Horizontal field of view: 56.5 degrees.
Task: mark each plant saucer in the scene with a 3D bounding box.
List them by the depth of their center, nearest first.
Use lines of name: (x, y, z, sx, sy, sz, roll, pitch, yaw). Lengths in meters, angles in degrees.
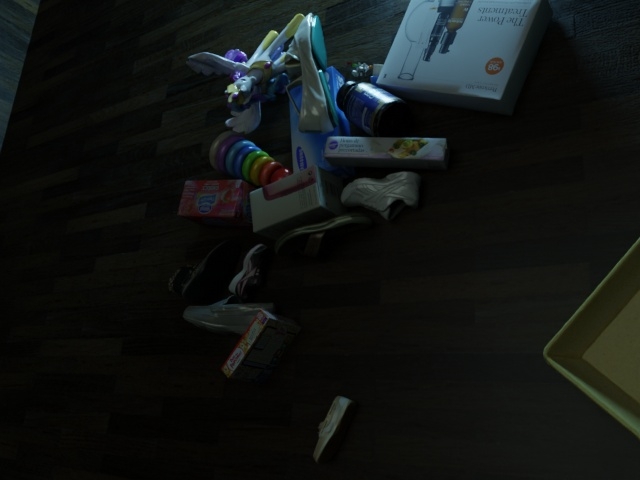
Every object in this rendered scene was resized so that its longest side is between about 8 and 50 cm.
plant saucer: (0.646, 0.199, 1.088, 0.333, 0.081, 0.333, -52, 52, 8)

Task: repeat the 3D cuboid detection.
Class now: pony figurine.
pony figurine: (-0.218, -0.523, 1.866, 0.363, 0.303, 0.351, -49, 24, -20)

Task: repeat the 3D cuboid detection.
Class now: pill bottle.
pill bottle: (0.139, -0.360, 1.634, 0.123, 0.123, 0.219, -54, 46, 7)

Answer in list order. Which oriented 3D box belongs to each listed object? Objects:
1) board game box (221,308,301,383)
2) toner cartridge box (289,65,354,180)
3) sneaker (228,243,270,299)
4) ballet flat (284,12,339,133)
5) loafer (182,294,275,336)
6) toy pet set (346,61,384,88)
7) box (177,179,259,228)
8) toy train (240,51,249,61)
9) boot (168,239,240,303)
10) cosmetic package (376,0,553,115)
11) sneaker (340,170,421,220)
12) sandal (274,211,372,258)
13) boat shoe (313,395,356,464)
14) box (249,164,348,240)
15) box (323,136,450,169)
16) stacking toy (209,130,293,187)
board game box: (-0.155, 0.287, 1.593, 0.045, 0.146, 0.193, 38, 96, 39)
toner cartridge box: (-0.001, -0.327, 1.759, 0.165, 0.075, 0.348, -19, 62, 30)
sneaker: (-0.191, 0.097, 1.753, 0.077, 0.072, 0.178, 37, 104, 27)
ballet flat: (-0.041, -0.478, 1.703, 0.139, 0.139, 0.400, -21, 64, 28)
loafer: (-0.263, 0.216, 1.731, 0.319, 0.112, 0.111, 3, 69, 30)
toy pet set: (0.137, -0.471, 1.710, 0.114, 0.122, 0.065, 9, 104, 16)
box: (-0.309, -0.112, 1.868, 0.256, 0.128, 0.123, 4, 75, 36)
toy train: (-0.270, -0.639, 2.111, 0.024, 0.017, 0.083, -48, 52, 25)
boot: (-0.370, 0.085, 1.861, 0.236, 0.085, 0.178, -52, 28, -19)
cosmetic package: (0.363, -0.495, 1.548, 0.377, 0.097, 0.284, 20, 88, 39)
sneaker: (0.152, -0.106, 1.559, 0.232, 0.090, 0.115, -11, 70, 34)
sandal: (0.000, 0.000, 1.615, 0.302, 0.120, 0.086, -17, 77, 30)
boat shoe: (0.026, 0.460, 1.455, 0.059, 0.063, 0.170, 22, 77, 42)
box: (-0.061, -0.098, 1.663, 0.232, 0.148, 0.127, -19, 68, 29)
box: (0.171, -0.229, 1.555, 0.324, 0.067, 0.063, 5, 74, 23)
stacking toy: (-0.193, -0.219, 1.835, 0.330, 0.141, 0.141, 32, 93, 33)
